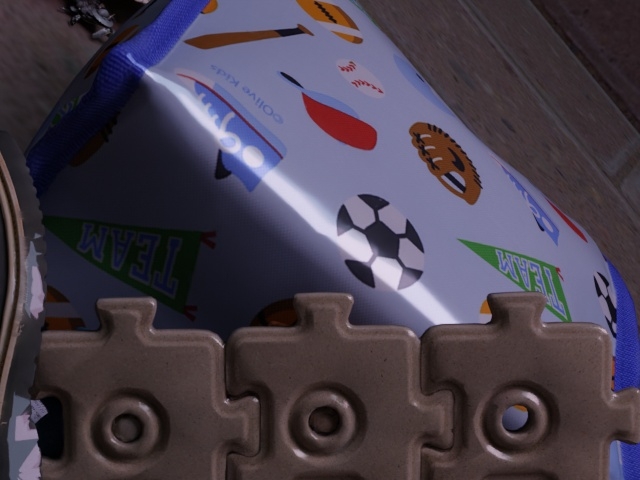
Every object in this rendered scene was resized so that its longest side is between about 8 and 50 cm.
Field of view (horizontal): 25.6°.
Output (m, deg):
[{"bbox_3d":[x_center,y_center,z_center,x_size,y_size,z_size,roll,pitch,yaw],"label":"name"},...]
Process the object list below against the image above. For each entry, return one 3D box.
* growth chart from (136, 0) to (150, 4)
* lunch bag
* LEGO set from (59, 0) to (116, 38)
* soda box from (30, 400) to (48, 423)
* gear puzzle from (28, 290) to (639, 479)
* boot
[{"bbox_3d":[-0.190,-0.232,1.058,0.237,0.021,0.172,25,22,-48],"label":"growth chart"},{"bbox_3d":[0.000,0.000,0.801,0.328,0.239,0.385,43,28,-13],"label":"lunch bag"},{"bbox_3d":[-0.175,-0.178,1.031,0.083,0.023,0.054,37,25,-30],"label":"LEGO set"},{"bbox_3d":[-0.194,0.033,0.604,0.183,0.058,0.063,52,22,3],"label":"soda box"},{"bbox_3d":[0.047,0.105,0.595,0.044,0.339,0.175,-117,-153,-82],"label":"gear puzzle"},{"bbox_3d":[-0.175,0.041,0.514,0.137,0.077,0.197,7,58,-25],"label":"boot"}]
